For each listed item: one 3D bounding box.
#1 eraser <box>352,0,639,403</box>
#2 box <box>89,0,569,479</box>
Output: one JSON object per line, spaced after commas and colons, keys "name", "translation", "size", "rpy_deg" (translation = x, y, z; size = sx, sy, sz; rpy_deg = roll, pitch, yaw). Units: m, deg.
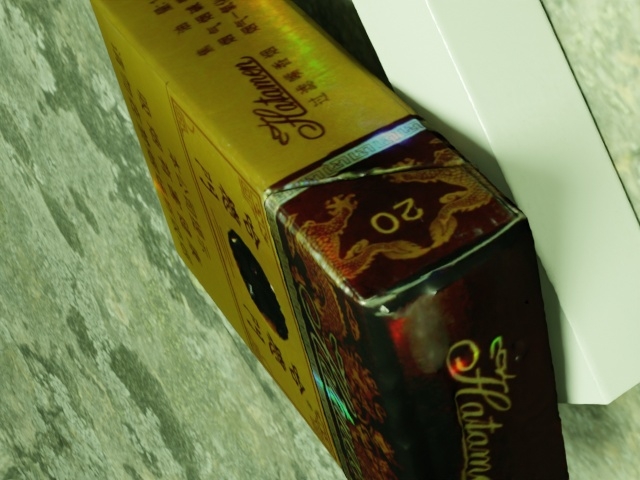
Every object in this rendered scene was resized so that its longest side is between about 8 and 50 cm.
{"name": "eraser", "translation": [0.119, -0.048, 1.010], "size": [0.076, 0.078, 0.298], "rpy_deg": [-8, 110, 62]}
{"name": "box", "translation": [0.001, 0.000, 1.099], "size": [0.415, 0.116, 0.264], "rpy_deg": [50, 160, 45]}
